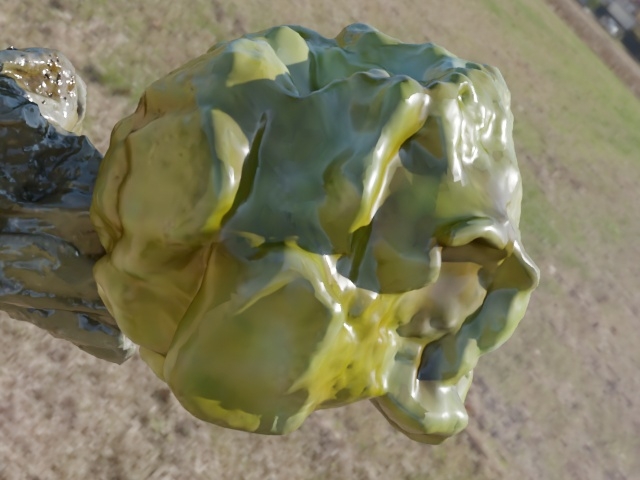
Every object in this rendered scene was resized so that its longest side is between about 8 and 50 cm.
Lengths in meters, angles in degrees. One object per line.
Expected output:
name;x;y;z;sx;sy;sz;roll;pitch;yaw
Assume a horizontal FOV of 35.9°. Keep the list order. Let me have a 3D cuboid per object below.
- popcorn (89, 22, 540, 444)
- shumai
popcorn;-0.004;-0.006;0.732;0.334;0.292;0.294;8;26;-22
shumai;-0.264;0.011;0.827;0.262;0.267;0.314;50;34;2
